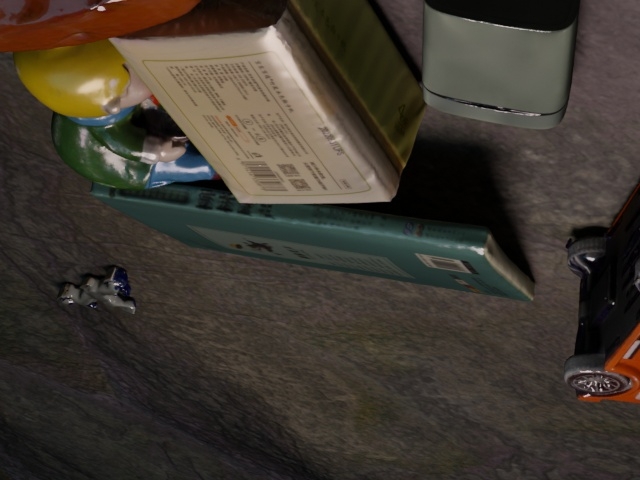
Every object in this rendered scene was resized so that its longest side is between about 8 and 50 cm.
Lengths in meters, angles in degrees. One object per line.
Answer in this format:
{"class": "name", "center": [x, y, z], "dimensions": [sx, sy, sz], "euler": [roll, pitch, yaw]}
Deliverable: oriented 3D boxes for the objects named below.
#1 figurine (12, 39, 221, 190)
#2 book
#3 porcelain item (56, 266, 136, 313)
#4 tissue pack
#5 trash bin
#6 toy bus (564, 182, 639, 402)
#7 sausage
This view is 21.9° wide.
{"class": "figurine", "center": [-0.160, -0.136, 1.398], "dimensions": [0.185, 0.127, 0.234], "euler": [9, 143, 7]}
{"class": "book", "center": [0.000, 0.000, 1.568], "dimensions": [0.379, 0.031, 0.264], "euler": [9, 171, 17]}
{"class": "porcelain item", "center": [-0.248, 0.067, 1.950], "dimensions": [0.075, 0.021, 0.136], "euler": [33, 150, -28]}
{"class": "tissue pack", "center": [-0.036, -0.135, 1.304], "dimensions": [0.159, 0.125, 0.234], "euler": [1, 148, 30]}
{"class": "trash bin", "center": [0.135, -0.147, 1.249], "dimensions": [0.116, 0.059, 0.130], "euler": [11, 152, 9]}
{"class": "toy bus", "center": [0.307, 0.028, 1.399], "dimensions": [0.153, 0.143, 0.329], "euler": [8, 153, -3]}
{"class": "sausage", "center": [-0.198, -0.213, 1.184], "dimensions": [0.268, 0.141, 0.153], "euler": [-7, 176, 19]}
